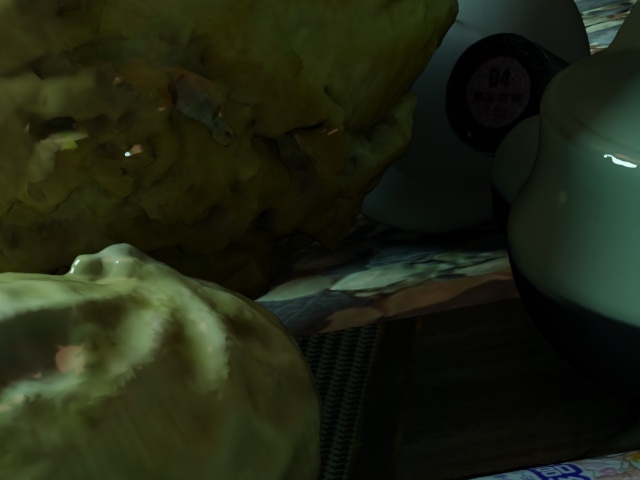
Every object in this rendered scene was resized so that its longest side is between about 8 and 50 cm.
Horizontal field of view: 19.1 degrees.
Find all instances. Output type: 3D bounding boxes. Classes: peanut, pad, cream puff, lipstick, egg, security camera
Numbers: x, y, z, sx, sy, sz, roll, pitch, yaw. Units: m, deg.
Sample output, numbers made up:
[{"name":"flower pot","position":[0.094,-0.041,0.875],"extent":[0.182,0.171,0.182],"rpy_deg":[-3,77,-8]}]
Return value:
[{"name":"peanut","position":[-0.141,0.094,0.600],"extent":[0.325,0.153,0.140],"rpy_deg":[-14,26,-30]},{"name":"pad","position":[0.007,0.018,0.870],"extent":[0.250,0.055,0.323],"rpy_deg":[-12,38,12]},{"name":"cream puff","position":[-0.106,-0.069,0.794],"extent":[0.343,0.231,0.327],"rpy_deg":[-3,15,7]},{"name":"lipstick","position":[0.136,-0.045,0.907],"extent":[0.053,0.053,0.234],"rpy_deg":[-6,-11,31]},{"name":"egg","position":[0.063,-0.098,1.081],"extent":[0.176,0.176,0.232],"rpy_deg":[-14,23,3]},{"name":"security camera","position":[0.167,-0.092,0.692],"extent":[0.197,0.277,0.191],"rpy_deg":[-7,23,-11]}]

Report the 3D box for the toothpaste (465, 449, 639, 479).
[{"name":"toothpaste","position":[0.086,0.091,0.625],"extent":[0.195,0.042,0.067],"rpy_deg":[-12,12,-14]}]
